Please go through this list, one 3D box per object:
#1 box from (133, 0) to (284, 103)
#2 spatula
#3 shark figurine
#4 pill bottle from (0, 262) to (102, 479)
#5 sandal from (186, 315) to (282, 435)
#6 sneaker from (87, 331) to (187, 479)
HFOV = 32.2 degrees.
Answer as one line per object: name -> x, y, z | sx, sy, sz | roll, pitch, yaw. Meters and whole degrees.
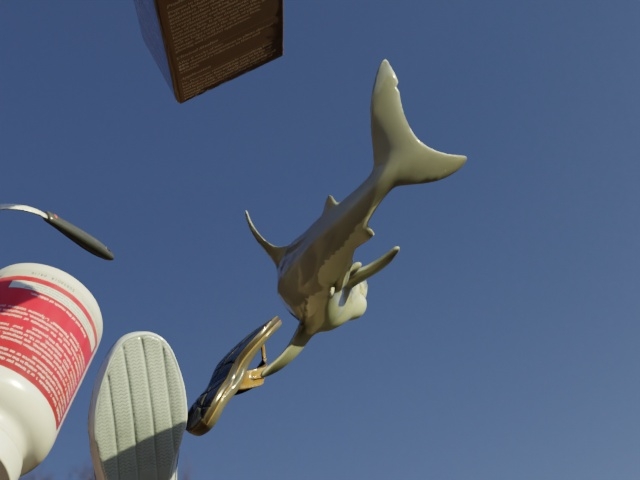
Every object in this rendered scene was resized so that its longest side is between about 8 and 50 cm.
box -> -0.161, -0.358, 1.541 | 0.191, 0.143, 0.381 | -27, -14, -11
spatula -> -0.400, -0.036, 1.522 | 0.296, 0.084, 0.030 | 29, -83, -37
shark figurine -> -0.007, -0.004, 0.880 | 0.166, 0.116, 0.278 | -36, -18, -30
pill bottle -> -0.513, 0.234, 1.792 | 0.228, 0.408, 0.229 | 3, -58, 5
sandal -> -0.112, 0.195, 1.552 | 0.060, 0.219, 0.090 | 43, -44, -13
sneaker -> -0.183, 0.214, 1.067 | 0.094, 0.258, 0.091 | 2, 0, -22
